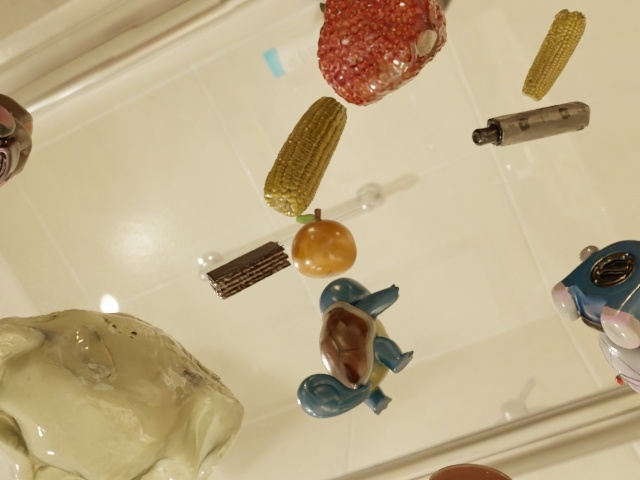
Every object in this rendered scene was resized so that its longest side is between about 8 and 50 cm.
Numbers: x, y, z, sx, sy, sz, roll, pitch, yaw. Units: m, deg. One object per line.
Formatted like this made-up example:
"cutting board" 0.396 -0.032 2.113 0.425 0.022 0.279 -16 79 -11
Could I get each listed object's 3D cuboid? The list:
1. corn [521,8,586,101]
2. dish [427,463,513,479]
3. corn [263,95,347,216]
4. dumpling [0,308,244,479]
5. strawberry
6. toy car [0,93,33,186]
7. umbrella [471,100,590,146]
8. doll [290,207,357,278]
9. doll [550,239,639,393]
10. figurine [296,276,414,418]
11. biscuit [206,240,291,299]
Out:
"corn" 0.649 -0.516 1.798 0.091 0.260 0.091 24 -165 -7
"dish" 0.296 0.546 1.249 0.213 0.214 0.090 -98 -11 -48
"corn" -0.033 -0.216 1.619 0.131 0.131 0.344 55 -130 -42
"dumpling" -0.267 0.213 0.781 0.318 0.242 0.187 21 -172 -15
"strawberry" 0.144 -0.440 1.406 0.267 0.311 0.351 8 -165 -31
"toy car" -0.802 -0.270 1.425 0.340 0.271 0.240 50 -160 -27
"umbrella" 0.497 -0.271 1.512 0.067 0.338 0.073 25 126 60
"doll" 0.000 0.000 2.008 0.213 0.214 0.235 27 -133 -70
"doll" 0.587 0.144 1.121 0.310 0.240 0.284 44 -169 -21
"figurine" 0.091 0.272 1.552 0.416 0.243 0.297 -76 -6 -50
"biscuit" -0.212 0.083 1.931 0.106 0.252 0.070 23 137 61
